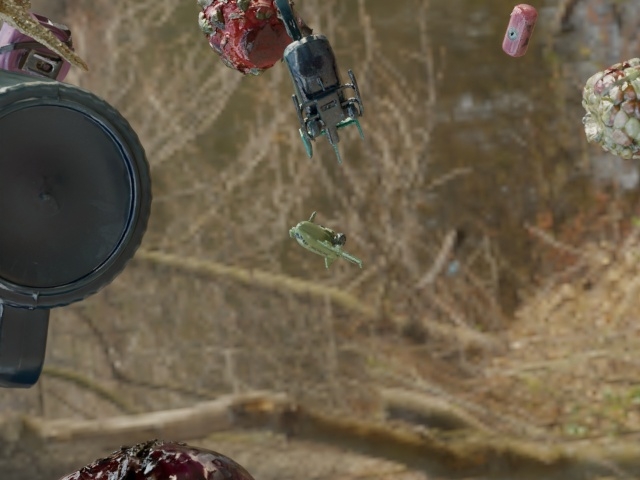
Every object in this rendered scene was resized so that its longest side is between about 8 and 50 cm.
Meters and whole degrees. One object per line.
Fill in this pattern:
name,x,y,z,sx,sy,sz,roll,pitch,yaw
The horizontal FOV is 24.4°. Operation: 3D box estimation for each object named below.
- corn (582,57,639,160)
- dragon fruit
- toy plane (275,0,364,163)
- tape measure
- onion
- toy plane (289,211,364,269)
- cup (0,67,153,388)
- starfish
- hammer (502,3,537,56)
corn,0.372,-0.141,1.341,0.092,0.280,0.092,165,90,-85
dragon fruit,-0.104,-0.334,2.221,0.160,0.166,0.172,-61,35,30
toy plane,-0.002,-0.136,1.384,0.235,0.060,0.096,69,174,-60
tape measure,-0.436,-0.282,2.222,0.074,0.125,0.118,47,117,48
onion,-0.167,0.318,1.525,0.221,0.281,0.281,7,-107,-57
toy plane,0.000,0.000,1.662,0.040,0.102,0.111,-64,-31,-13
cup,-0.343,-0.034,1.534,0.308,0.242,0.292,-57,28,-11
starfish,-0.425,-0.320,1.946,0.048,0.295,0.231,-55,18,9
hammer,0.301,-0.317,2.242,0.043,0.043,0.083,-108,24,-46
